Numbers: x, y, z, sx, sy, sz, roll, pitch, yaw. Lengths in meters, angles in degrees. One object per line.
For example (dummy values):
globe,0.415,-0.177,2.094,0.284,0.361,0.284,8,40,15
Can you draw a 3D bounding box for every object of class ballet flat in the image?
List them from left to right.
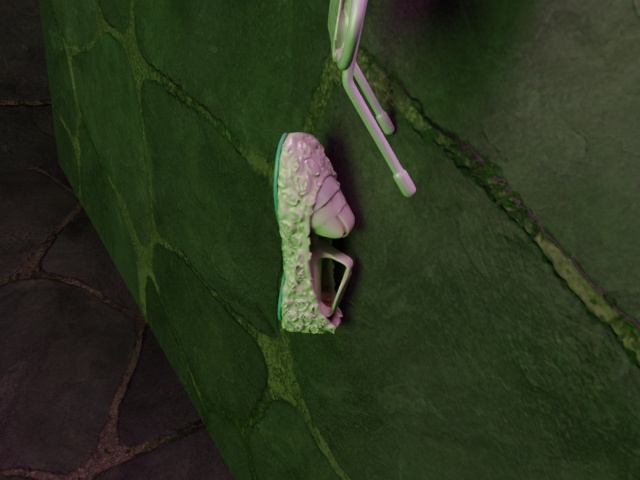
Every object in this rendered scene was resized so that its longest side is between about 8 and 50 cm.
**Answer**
ballet flat,0.000,0.000,1.031,0.147,0.147,0.409,37,136,43

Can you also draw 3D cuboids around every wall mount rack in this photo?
wall mount rack,0.073,-0.242,0.702,0.350,0.130,0.304,-90,9,-58
